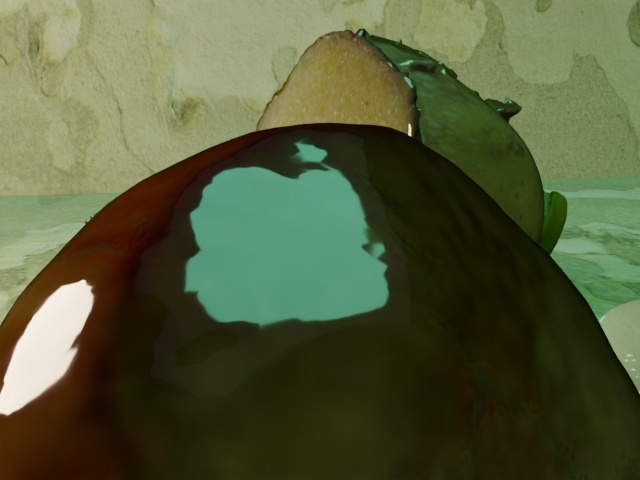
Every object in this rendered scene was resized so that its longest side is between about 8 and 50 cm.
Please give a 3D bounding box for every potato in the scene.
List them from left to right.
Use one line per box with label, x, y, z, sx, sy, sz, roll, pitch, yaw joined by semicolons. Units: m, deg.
potato;0.116;-0.067;1.318;0.319;0.386;0.442;7;15;-33

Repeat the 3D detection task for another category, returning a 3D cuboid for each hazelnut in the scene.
hazelnut;-0.018;0.111;0.516;0.365;0.366;0.366;-1;10;0

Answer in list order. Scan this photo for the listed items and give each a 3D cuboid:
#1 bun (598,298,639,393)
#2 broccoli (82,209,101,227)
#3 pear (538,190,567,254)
bun;0.310;0.135;0.856;0.172;0.120;0.173;-10;34;7
broccoli;-0.150;0.068;1.042;0.241;0.269;0.261;-33;26;16
pear;0.265;0.007;1.596;0.287;0.139;0.239;-2;-6;20
